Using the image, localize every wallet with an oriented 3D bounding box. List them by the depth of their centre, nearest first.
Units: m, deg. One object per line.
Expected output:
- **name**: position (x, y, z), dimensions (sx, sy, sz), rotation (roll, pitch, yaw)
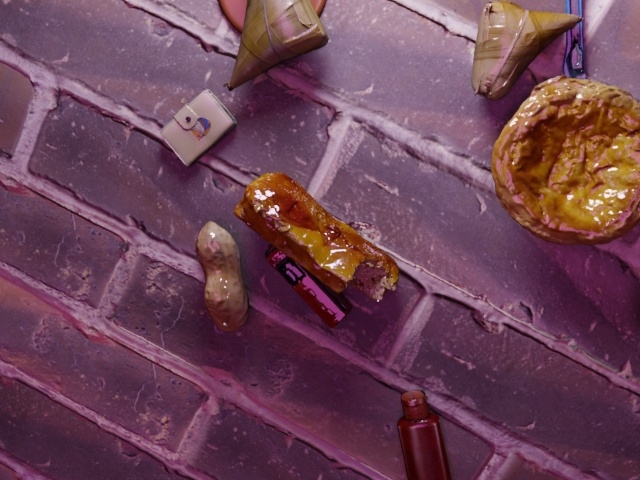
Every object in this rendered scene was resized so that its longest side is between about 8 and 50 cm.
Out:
- **wallet**: position (-0.275, -0.254, 1.622), dimensions (0.155, 0.039, 0.110), rotation (-38, 96, 17)

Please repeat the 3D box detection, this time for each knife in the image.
- **knife**: position (0.499, -0.413, 1.429), dimensions (0.044, 0.026, 0.297), rotation (-1, 103, 24)

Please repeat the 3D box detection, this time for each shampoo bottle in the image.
- **shampoo bottle**: position (0.236, 0.476, 1.661), dimensions (0.102, 0.064, 0.260), rotation (-10, 100, 14)

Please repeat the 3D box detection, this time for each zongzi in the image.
- **zongzi**: position (0.402, -0.368, 1.426), dimensions (0.197, 0.099, 0.195), rotation (10, 103, 5)
- **zongzi**: position (-0.135, -0.461, 1.499), dimensions (0.256, 0.115, 0.228), rotation (-23, 94, 25)

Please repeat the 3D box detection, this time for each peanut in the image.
- **peanut**: position (-0.223, 0.084, 1.650), dimensions (0.101, 0.117, 0.263), rotation (-9, 98, -8)

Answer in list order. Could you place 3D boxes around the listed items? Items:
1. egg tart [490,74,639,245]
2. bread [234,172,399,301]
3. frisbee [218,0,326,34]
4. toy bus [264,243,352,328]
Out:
- **egg tart**: position (0.507, -0.153, 1.433), dimensions (0.341, 0.129, 0.341), rotation (2, 101, 11)
- **bread**: position (0.000, 0.000, 1.545), dimensions (0.380, 0.185, 0.109), rotation (38, 114, 1)
- **frisbee**: position (-0.105, -0.546, 1.531), dimensions (0.250, 0.021, 0.251), rotation (2, 103, 10)
- **toy bus**: position (-0.028, 0.089, 1.616), dimensions (0.073, 0.096, 0.235), rotation (-42, 93, 15)
